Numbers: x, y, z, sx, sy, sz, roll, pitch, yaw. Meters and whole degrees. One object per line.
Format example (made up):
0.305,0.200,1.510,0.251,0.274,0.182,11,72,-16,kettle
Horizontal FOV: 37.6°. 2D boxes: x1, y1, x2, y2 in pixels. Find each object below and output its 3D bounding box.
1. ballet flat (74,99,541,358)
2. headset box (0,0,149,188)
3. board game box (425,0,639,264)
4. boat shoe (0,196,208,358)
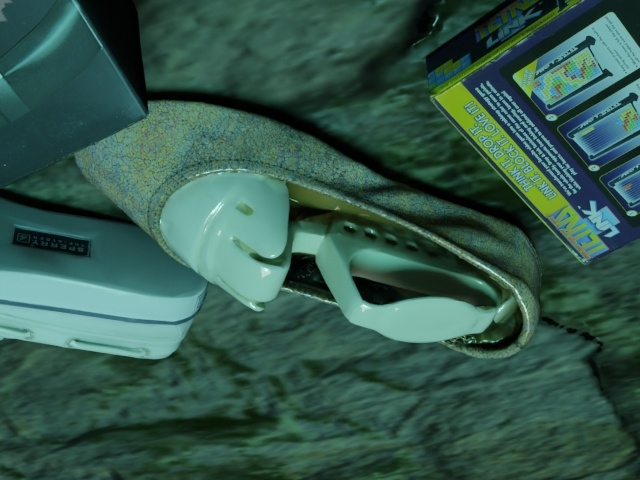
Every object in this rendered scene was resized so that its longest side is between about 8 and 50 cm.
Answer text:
0.000,0.000,0.575,0.316,0.106,0.107,15,130,-12,ballet flat
-0.244,-0.126,0.418,0.283,0.131,0.246,-26,128,6,headset box
0.167,-0.078,0.544,0.141,0.048,0.170,-31,125,27,board game box
-0.211,0.023,0.612,0.268,0.096,0.088,10,127,-19,boat shoe
